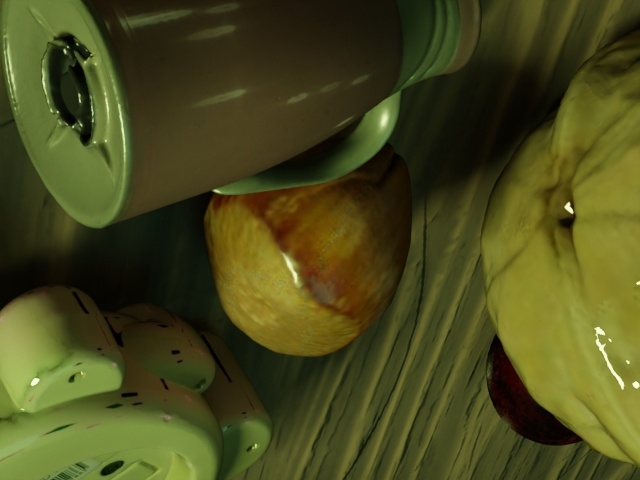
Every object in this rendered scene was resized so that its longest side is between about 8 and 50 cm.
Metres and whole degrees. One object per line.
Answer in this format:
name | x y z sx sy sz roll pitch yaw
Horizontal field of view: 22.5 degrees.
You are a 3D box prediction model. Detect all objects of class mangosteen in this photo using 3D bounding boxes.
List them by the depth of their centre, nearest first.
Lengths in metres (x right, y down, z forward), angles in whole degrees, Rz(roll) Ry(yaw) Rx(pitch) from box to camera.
mangosteen | 0.219 0.116 1.378 0.152 0.152 0.152 -21 144 -16

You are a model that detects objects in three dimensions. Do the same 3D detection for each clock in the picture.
clock | -0.195 0.151 1.107 0.284 0.114 0.309 -33 154 5

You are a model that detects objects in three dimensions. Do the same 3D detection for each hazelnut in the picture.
hazelnut | 0.000 0.000 1.073 0.150 0.150 0.150 -21 144 -16

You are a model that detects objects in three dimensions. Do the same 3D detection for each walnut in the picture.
walnut | 0.296 0.012 1.159 0.381 0.381 0.381 -21 144 -16

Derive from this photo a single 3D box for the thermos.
thermos | -0.034 -0.101 0.928 0.265 0.146 0.176 -17 134 -31
